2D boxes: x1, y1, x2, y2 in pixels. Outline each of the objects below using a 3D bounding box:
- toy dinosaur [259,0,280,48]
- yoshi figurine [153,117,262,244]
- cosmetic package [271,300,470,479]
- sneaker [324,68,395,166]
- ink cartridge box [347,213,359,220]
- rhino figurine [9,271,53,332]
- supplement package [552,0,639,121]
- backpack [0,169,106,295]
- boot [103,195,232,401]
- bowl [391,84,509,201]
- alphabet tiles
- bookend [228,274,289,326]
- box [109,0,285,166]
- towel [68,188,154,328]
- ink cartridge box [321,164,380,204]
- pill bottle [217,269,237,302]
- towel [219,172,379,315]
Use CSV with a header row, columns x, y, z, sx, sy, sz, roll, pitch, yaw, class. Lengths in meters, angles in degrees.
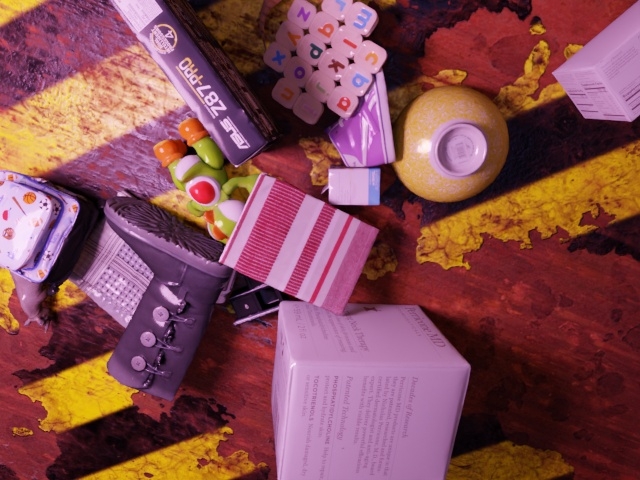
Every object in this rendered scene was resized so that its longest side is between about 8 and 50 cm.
x,y,z,sx,sy,sz,roll,pitch,yaw,class
-0.109,-0.567,1.087,0.112,0.064,0.211,40,104,-9,toy dinosaur
-0.241,-0.117,1.190,0.202,0.203,0.363,-31,89,-23,yoshi figurine
0.090,0.362,1.164,0.392,0.329,0.328,3,105,-11,cosmetic package
0.081,-0.314,1.115,0.160,0.102,0.283,-7,91,11,sneaker
0.000,0.000,1.206,0.197,0.067,0.116,-7,97,-11,ink cartridge box
-0.784,0.142,1.296,0.072,0.106,0.244,-3,105,4,rhino figurine
0.687,-0.402,1.017,0.261,0.204,0.145,-40,101,12,supplement package
-0.728,-0.041,1.166,0.263,0.213,0.277,24,82,11,backpack
-0.453,0.158,1.228,0.366,0.146,0.446,30,112,7,boot
0.313,-0.218,1.114,0.288,0.156,0.290,1,106,3,bowl
0.006,-0.423,1.096,0.278,0.021,0.284,38,105,18,alphabet tiles
-0.186,0.127,1.278,0.156,0.072,0.158,-19,103,8,bookend
-0.239,-0.358,1.020,0.097,0.318,0.395,-35,102,12,box
-0.509,0.075,1.290,0.312,0.056,0.324,40,104,-8,towel
0.074,-0.140,1.180,0.143,0.092,0.090,1,105,2,ink cartridge box
-0.266,0.094,1.270,0.078,0.078,0.137,21,105,-3,pill bottle
-0.044,0.012,1.131,0.328,0.037,0.237,26,87,-16,towel
